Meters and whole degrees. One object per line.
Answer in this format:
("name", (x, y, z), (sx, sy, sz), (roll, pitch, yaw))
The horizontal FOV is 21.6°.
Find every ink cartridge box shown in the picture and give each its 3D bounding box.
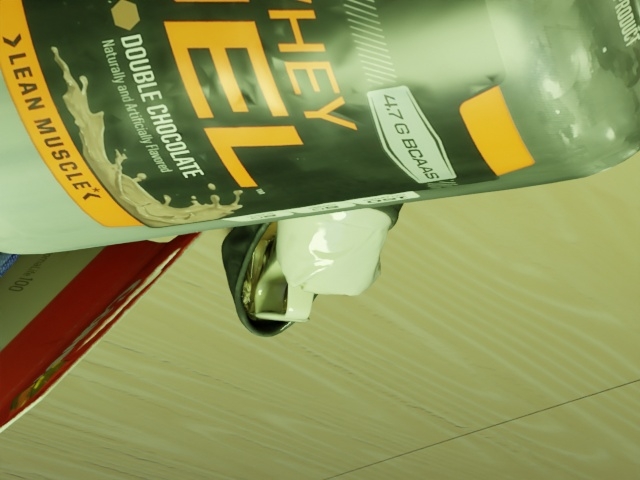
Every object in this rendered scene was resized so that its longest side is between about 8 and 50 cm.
("ink cartridge box", (-0.238, 0.070, 1.101), (0.385, 0.308, 0.091), (-34, 100, 37))

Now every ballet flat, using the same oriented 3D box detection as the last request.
("ballet flat", (0.000, 0.000, 1.128), (0.095, 0.096, 0.280), (6, 159, -14))

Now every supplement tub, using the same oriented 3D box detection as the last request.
("supplement tub", (0.001, -0.113, 0.653), (0.338, 0.207, 0.207), (-8, 158, 21))

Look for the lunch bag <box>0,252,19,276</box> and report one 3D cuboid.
("lunch bag", (-0.406, 0.018, 1.007), (0.328, 0.239, 0.385), (-19, 169, 41))
